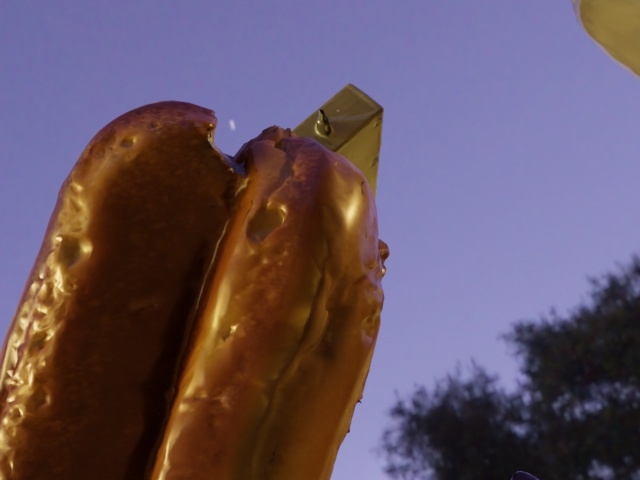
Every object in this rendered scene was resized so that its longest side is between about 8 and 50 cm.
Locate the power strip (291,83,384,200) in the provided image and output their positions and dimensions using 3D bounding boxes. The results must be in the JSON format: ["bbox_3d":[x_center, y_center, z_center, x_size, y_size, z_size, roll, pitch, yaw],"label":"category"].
[{"bbox_3d":[0.000,0.000,1.134,0.106,0.043,0.367,-42,-22,-24],"label":"power strip"}]

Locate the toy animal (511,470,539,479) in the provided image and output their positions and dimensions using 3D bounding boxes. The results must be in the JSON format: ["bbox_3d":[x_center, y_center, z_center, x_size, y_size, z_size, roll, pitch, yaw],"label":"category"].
[{"bbox_3d":[0.188,0.280,0.716,0.090,0.324,0.195,-27,-8,-7],"label":"toy animal"}]

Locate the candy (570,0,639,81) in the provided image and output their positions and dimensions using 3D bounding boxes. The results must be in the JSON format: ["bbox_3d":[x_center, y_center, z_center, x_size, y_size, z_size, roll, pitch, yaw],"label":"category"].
[{"bbox_3d":[0.327,-0.195,0.998,0.185,0.295,0.295,-56,-45,-4],"label":"candy"}]

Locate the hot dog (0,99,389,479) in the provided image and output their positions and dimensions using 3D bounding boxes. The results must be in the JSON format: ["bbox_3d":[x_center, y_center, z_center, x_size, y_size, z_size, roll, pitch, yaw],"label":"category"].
[{"bbox_3d":[-0.074,0.115,0.556,0.158,0.348,0.117,15,-7,15],"label":"hot dog"}]
